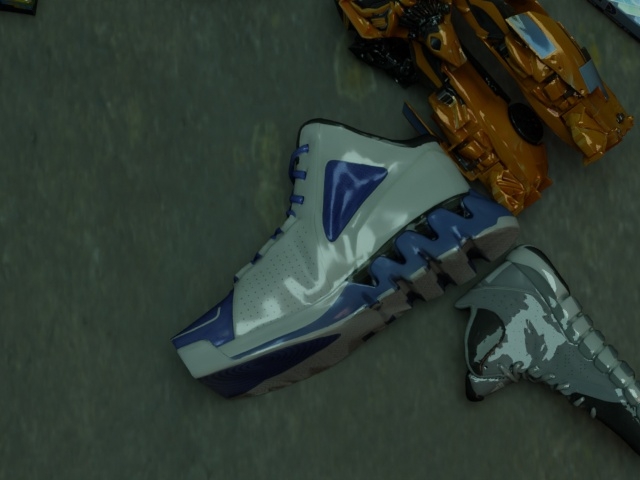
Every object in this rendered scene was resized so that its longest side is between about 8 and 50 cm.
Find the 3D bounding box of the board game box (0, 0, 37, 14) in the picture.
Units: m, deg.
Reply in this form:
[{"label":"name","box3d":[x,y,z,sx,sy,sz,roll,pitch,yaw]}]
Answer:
[{"label":"board game box","box3d":[-0.324,-0.306,1.650,0.141,0.048,0.170,9,80,-3]}]

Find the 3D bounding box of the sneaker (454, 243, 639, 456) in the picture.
[{"label":"sneaker","box3d":[0.202,0.127,1.586,0.132,0.086,0.229,-35,73,-2]}]

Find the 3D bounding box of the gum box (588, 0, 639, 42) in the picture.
[{"label":"gum box","box3d":[0.320,-0.293,1.673,0.157,0.041,0.184,40,82,5]}]

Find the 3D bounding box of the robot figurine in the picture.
[{"label":"robot figurine","box3d":[0.133,-0.171,1.575,0.291,0.211,0.085,49,39,-4]}]

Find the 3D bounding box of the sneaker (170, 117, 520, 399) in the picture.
[{"label":"sneaker","box3d":[0.001,-0.001,1.584,0.315,0.127,0.182,-29,69,0]}]
